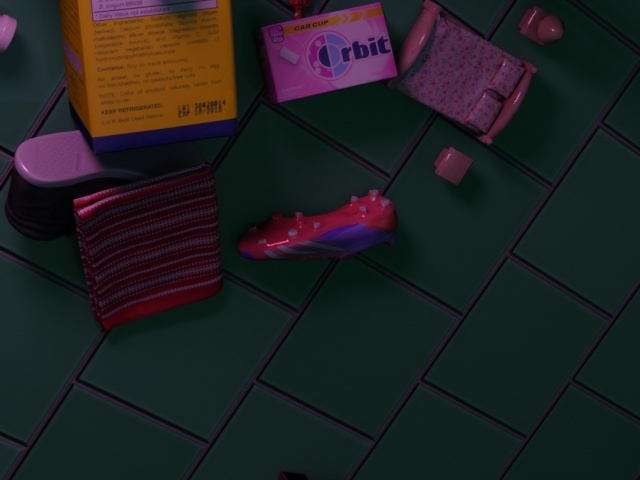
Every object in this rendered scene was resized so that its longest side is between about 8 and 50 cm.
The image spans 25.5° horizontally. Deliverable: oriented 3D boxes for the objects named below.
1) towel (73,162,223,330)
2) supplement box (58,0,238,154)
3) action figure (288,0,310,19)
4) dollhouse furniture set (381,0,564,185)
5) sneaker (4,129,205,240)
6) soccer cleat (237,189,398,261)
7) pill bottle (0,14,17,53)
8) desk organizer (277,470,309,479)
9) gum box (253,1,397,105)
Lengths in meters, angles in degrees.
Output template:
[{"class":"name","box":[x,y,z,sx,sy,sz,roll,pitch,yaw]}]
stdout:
[{"class":"towel","box":[-0.233,0.013,1.970,0.199,0.031,0.274,-17,143,-14]},{"class":"supplement box","box":[-0.229,-0.316,1.811,0.194,0.195,0.356,-9,114,-17]},{"class":"action figure","box":[-0.022,-0.363,1.962,0.038,0.030,0.115,3,112,-25]},{"class":"dollhouse furniture set","box":[0.195,-0.272,1.995,0.303,0.174,0.355,26,100,-26]},{"class":"sneaker","box":[-0.306,-0.079,1.942,0.296,0.104,0.147,-9,150,-39]},{"class":"soccer cleat","box":[0.000,0.000,2.089,0.248,0.083,0.095,-17,120,-16]},{"class":"pill bottle","box":[-0.455,-0.286,1.812,0.120,0.067,0.067,23,101,-26]},{"class":"desk organizer","box":[-0.007,0.408,2.266,0.130,0.047,0.050,11,104,-24]},{"class":"gum box","box":[0.011,-0.262,1.976,0.188,0.062,0.107,-14,95,-14]}]
